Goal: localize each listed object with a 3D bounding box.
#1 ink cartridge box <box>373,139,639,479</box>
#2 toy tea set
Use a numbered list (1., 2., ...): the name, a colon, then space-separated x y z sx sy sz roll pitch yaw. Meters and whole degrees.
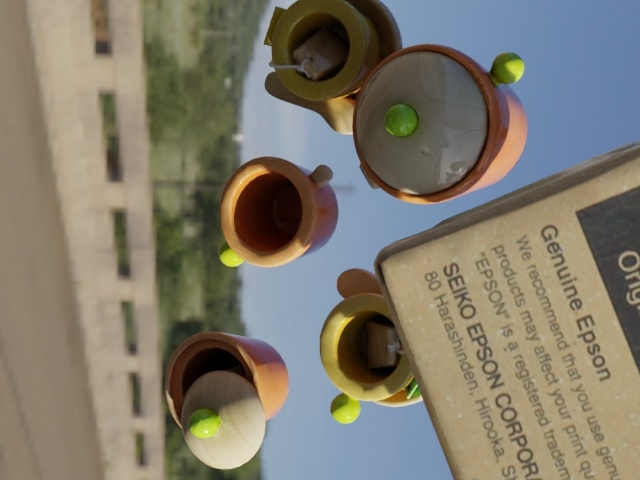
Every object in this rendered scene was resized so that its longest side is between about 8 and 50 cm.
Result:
1. ink cartridge box: 0.096 0.078 0.467 0.235 0.088 0.193 9 59 -84
2. toy tea set: 0.000 0.000 0.958 0.124 0.200 0.336 -1 111 -62
